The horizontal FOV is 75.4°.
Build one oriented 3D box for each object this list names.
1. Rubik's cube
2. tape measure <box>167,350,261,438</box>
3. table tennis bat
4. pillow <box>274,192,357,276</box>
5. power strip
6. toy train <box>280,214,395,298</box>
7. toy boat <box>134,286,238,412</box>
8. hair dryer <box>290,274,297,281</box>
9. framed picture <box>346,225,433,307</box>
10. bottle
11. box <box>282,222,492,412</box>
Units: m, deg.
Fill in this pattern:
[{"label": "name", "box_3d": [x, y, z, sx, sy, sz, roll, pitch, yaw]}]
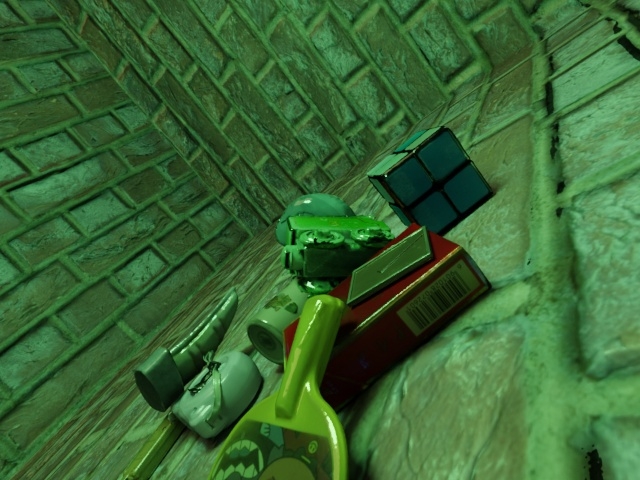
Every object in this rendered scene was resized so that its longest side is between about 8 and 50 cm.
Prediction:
[{"label": "Rubik's cube", "box_3d": [0.228, -0.126, 0.907, 0.167, 0.183, 0.180, -38, 9, 3]}, {"label": "tape measure", "box_3d": [-0.215, 0.305, 0.849, 0.196, 0.105, 0.178, -27, 16, 51]}, {"label": "table tennis bat", "box_3d": [-0.041, 0.227, 0.488, 0.224, 0.054, 0.368, -15, 44, 44]}, {"label": "pillow", "box_3d": [0.000, 0.000, 1.014, 0.214, 0.233, 0.086, -26, 12, 18]}, {"label": "power strip", "box_3d": [-0.335, 0.420, 0.950, 0.064, 0.044, 0.305, -32, 15, 37]}, {"label": "toy train", "box_3d": [0.040, 0.022, 0.836, 0.243, 0.132, 0.188, 0, 20, -8]}, {"label": "toy boat", "box_3d": [-0.314, 0.284, 0.988, 0.293, 0.111, 0.276, -35, -20, -52]}, {"label": "hair dryer", "box_3d": [-0.042, 0.022, 1.110, 0.078, 0.248, 0.195, 9, 38, 27]}, {"label": "framed picture", "box_3d": [0.105, 0.038, 0.644, 0.149, 0.011, 0.109, -34, 15, 22]}, {"label": "bottle", "box_3d": [-0.032, 0.137, 0.876, 0.120, 0.120, 0.253, -27, 10, 48]}, {"label": "box", "box_3d": [0.085, 0.115, 0.664, 0.313, 0.089, 0.197, -39, 14, 2]}]
